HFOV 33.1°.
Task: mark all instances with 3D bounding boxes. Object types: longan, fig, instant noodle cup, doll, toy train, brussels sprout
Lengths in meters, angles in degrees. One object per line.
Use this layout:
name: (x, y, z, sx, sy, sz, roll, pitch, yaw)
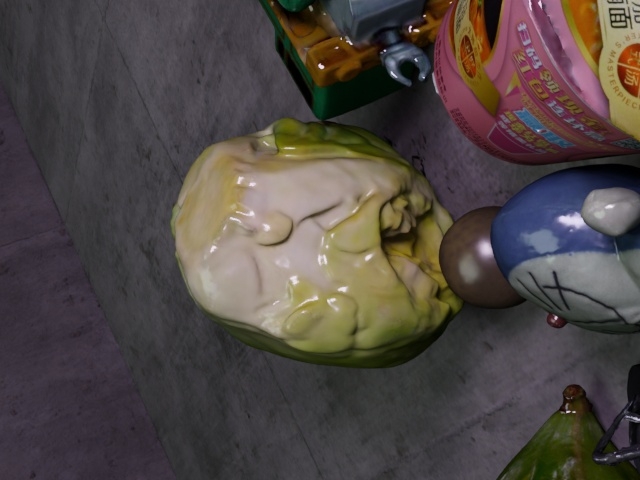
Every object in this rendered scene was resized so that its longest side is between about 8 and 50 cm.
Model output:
longan: (0.179, 0.015, 1.082, 0.119, 0.106, 0.106, -31, 77, 22)
fig: (0.254, 0.269, 1.055, 0.195, 0.195, 0.245, 152, 132, -65)
instant noodle cup: (0.200, -0.151, 0.776, 0.244, 0.243, 0.255, 70, 163, 0)
doll: (0.247, 0.010, 0.820, 0.258, 0.228, 0.154, -13, 58, 52)
toy train: (-0.005, -0.307, 1.127, 0.429, 0.178, 0.249, 61, 167, 21)
brussels sprout: (0.000, 0.000, 1.171, 0.344, 0.344, 0.268, 16, 88, 60)

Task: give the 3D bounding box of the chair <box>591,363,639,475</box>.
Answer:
chair: (0.324, 0.187, 0.903, 0.145, 0.221, 0.140, -13, 99, 22)
